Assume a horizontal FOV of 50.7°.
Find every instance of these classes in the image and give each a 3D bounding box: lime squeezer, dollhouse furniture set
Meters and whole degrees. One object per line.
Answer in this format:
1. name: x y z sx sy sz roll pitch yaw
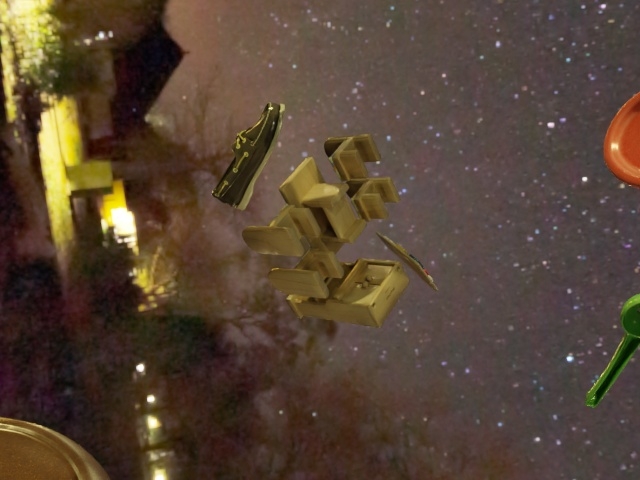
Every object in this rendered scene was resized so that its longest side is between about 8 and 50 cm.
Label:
1. lime squeezer: 0.354 0.094 0.705 0.110 0.059 0.310 -56 174 -21
2. dollhouse furniture set: 0.000 0.000 0.978 0.161 0.212 0.242 3 -47 42

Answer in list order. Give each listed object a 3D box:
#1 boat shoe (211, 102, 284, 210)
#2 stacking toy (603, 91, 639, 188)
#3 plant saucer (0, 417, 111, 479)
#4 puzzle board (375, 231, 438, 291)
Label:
1. boat shoe: -0.132 -0.157 1.236 0.081 0.069 0.227 -92 -154 -57
2. stacking toy: 0.512 -0.180 0.808 0.309 0.130 0.279 -68 -159 8
3. plant saucer: -0.346 0.273 0.649 0.310 0.311 0.050 -121 -140 -55
4. puzzle board: 0.148 0.034 1.132 0.096 0.011 0.128 41 -2 33
